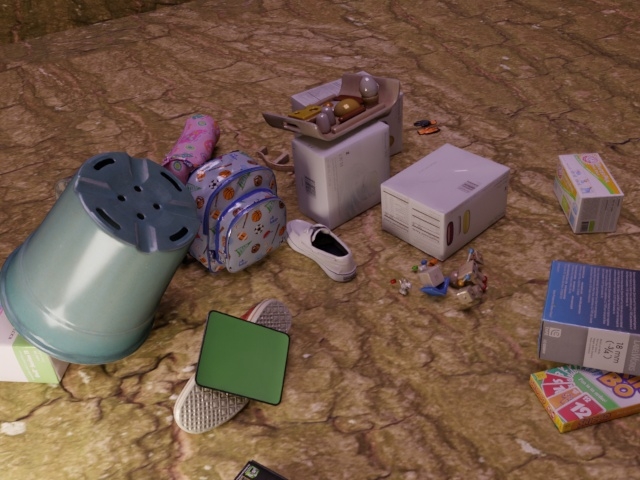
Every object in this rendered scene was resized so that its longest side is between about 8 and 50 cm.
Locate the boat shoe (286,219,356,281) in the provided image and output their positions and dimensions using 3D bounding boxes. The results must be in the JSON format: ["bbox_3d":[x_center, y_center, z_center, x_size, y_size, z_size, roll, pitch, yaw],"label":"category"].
[{"bbox_3d":[0.000,0.000,1.687,0.095,0.084,0.258,-30,45,-28],"label":"boat shoe"}]

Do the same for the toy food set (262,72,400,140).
[{"bbox_3d":[0.029,-0.360,1.776,0.306,0.092,0.219,-31,35,-31],"label":"toy food set"}]

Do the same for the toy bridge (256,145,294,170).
[{"bbox_3d":[-0.118,-0.236,2.048,0.188,0.026,0.063,23,49,31],"label":"toy bridge"}]

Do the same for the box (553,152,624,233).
[{"bbox_3d":[0.674,-0.124,1.743,0.103,0.114,0.203,-3,37,2],"label":"box"}]

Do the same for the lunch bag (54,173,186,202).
[{"bbox_3d":[-0.488,-0.081,1.763,0.305,0.213,0.256,15,26,23],"label":"lunch bag"}]

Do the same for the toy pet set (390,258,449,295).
[{"bbox_3d":[0.244,0.095,1.580,0.122,0.065,0.114,-28,9,-31],"label":"toy pet set"}]

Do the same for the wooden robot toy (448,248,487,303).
[{"bbox_3d":[0.329,0.093,1.568,0.079,0.076,0.173,-26,26,34],"label":"wooden robot toy"}]

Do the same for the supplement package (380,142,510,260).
[{"bbox_3d":[0.315,-0.103,1.732,0.261,0.145,0.204,-33,45,-30],"label":"supplement package"}]

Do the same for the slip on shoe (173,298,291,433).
[{"bbox_3d":[-0.180,0.252,1.389,0.101,0.123,0.331,-17,28,48],"label":"slip on shoe"}]

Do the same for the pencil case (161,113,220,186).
[{"bbox_3d":[-0.384,-0.265,2.038,0.124,0.124,0.284,2,38,9],"label":"pencil case"}]

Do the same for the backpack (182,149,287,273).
[{"bbox_3d":[-0.210,-0.072,1.659,0.213,0.263,0.276,26,47,33],"label":"backpack"}]

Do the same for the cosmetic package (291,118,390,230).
[{"bbox_3d":[0.061,-0.186,1.803,0.224,0.224,0.138,-31,44,-28],"label":"cosmetic package"}]

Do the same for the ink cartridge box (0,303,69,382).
[{"bbox_3d":[-0.713,0.191,1.500,0.353,0.119,0.207,0,39,7],"label":"ink cartridge box"}]

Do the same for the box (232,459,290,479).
[{"bbox_3d":[-0.098,0.478,1.127,0.184,0.045,0.190,18,44,30],"label":"box"}]

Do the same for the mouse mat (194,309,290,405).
[{"bbox_3d":[-0.149,0.231,1.345,0.189,0.007,0.153,22,61,-27],"label":"mouse mat"}]

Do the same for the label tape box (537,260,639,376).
[{"bbox_3d":[0.618,0.156,1.361,0.333,0.106,0.241,7,31,21],"label":"label tape box"}]

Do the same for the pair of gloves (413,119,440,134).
[{"bbox_3d":[0.336,-0.359,2.164,0.074,0.010,0.083,-8,37,-3],"label":"pair of gloves"}]

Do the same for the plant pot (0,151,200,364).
[{"bbox_3d":[-0.431,0.020,1.402,0.341,0.334,0.341,26,37,-22],"label":"plant pot"}]

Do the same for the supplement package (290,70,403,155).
[{"bbox_3d":[0.080,-0.341,2.016,0.262,0.199,0.198,-25,42,-23],"label":"supplement package"}]

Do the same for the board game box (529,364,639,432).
[{"bbox_3d":[0.548,0.280,1.313,0.259,0.039,0.124,-10,38,-10],"label":"board game box"}]
